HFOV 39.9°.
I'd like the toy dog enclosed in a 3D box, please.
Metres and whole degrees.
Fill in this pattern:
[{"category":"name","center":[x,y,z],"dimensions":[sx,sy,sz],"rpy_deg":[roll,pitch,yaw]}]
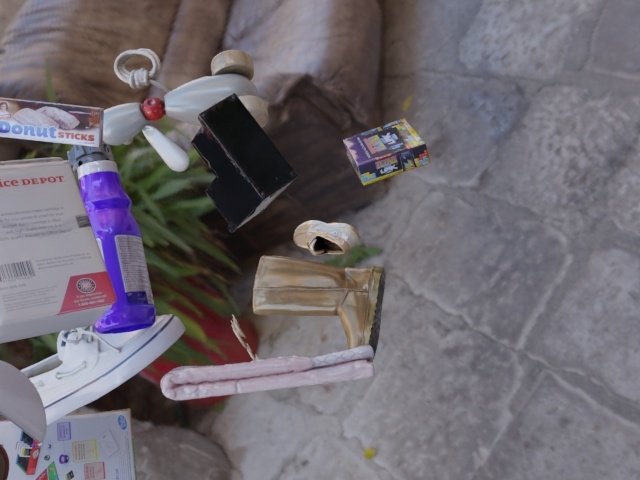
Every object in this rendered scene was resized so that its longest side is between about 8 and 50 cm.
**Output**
[{"category":"toy dog","center":[-0.248,-0.245,1.721],"dimensions":[0.334,0.161,0.220],"rpy_deg":[4,64,14]}]

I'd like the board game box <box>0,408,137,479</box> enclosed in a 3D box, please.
[{"category":"board game box","center":[-0.508,0.451,1.655],"dimensions":[0.064,0.317,0.242],"rpy_deg":[114,149,-54]}]

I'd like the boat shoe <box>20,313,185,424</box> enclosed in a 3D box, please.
[{"category":"boat shoe","center":[-0.416,0.192,1.558],"dimensions":[0.367,0.156,0.136],"rpy_deg":[-29,10,22]}]

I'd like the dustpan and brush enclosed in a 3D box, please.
[{"category":"dustpan and brush","center":[-0.438,0.206,1.221],"dimensions":[0.060,0.147,0.211],"rpy_deg":[-44,17,9]}]

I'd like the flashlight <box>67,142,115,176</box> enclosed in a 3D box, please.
[{"category":"flashlight","center":[-0.486,-0.099,1.905],"dimensions":[0.103,0.103,0.304],"rpy_deg":[-42,50,17]}]

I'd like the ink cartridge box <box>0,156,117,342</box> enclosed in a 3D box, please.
[{"category":"ink cartridge box","center":[-0.380,0.010,1.139],"dimensions":[0.092,0.159,0.217],"rpy_deg":[-40,67,47]}]

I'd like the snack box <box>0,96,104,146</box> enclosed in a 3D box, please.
[{"category":"snack box","center":[-0.448,-0.195,1.454],"dimensions":[0.022,0.178,0.064],"rpy_deg":[-75,-9,-77]}]

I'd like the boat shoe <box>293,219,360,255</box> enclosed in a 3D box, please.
[{"category":"boat shoe","center":[0.000,0.000,1.745],"dimensions":[0.170,0.063,0.059],"rpy_deg":[-3,41,48]}]

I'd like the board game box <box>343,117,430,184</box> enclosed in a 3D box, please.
[{"category":"board game box","center":[0.130,-0.182,1.782],"dimensions":[0.141,0.048,0.170],"rpy_deg":[-18,26,-1]}]

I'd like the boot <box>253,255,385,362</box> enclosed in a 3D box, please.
[{"category":"boot","center":[-0.010,0.149,1.832],"dimensions":[0.270,0.089,0.236],"rpy_deg":[3,61,15]}]

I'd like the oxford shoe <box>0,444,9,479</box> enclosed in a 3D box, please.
[{"category":"oxford shoe","center":[-0.528,0.375,1.053],"dimensions":[0.130,0.123,0.348],"rpy_deg":[11,49,36]}]

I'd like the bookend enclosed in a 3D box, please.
[{"category":"bookend","center":[-0.133,-0.114,1.346],"dimensions":[0.072,0.156,0.157],"rpy_deg":[-37,-1,-30]}]

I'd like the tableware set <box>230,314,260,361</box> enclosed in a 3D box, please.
[{"category":"tableware set","center":[-0.166,0.246,2.045],"dimensions":[0.020,0.168,0.141],"rpy_deg":[-32,19,-6]}]

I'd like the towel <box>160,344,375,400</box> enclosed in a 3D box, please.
[{"category":"towel","center":[-0.093,0.213,1.411],"dimensions":[0.332,0.317,0.053],"rpy_deg":[129,135,-77]}]

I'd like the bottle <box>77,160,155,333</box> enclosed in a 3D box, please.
[{"category":"bottle","center":[-0.345,0.011,1.459],"dimensions":[0.092,0.118,0.282],"rpy_deg":[-14,82,11]}]
